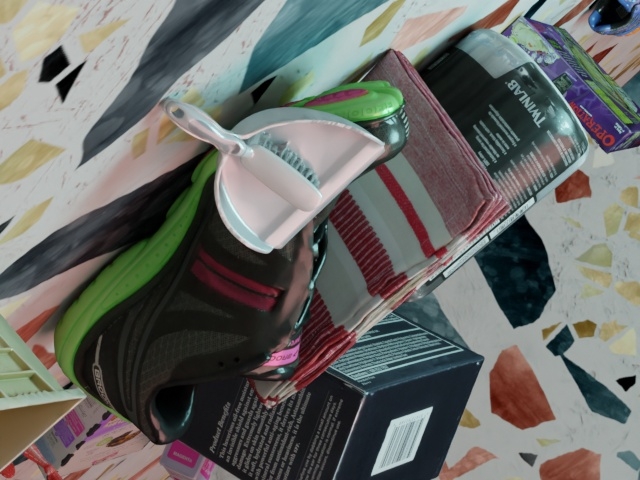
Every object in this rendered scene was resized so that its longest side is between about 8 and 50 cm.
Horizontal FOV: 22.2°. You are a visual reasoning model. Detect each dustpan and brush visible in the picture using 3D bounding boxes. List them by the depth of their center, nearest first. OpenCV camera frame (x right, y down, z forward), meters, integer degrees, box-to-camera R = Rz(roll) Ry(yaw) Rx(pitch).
[{"bbox_3d":[-0.055,-0.071,1.350,0.147,0.211,0.060,-43,-145,17],"label":"dustpan and brush"}]

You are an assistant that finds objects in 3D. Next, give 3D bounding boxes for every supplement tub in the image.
[{"bbox_3d":[0.126,-0.071,1.901,0.338,0.207,0.207,-39,172,-2],"label":"supplement tub"}]

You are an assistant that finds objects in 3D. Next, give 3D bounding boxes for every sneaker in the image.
[{"bbox_3d":[-0.059,0.024,1.569,0.483,0.202,0.185,-45,171,34],"label":"sneaker"},{"bbox_3d":[0.469,-0.364,2.360,0.087,0.083,0.221,-23,159,-40],"label":"sneaker"}]

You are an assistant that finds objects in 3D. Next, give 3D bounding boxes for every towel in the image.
[{"bbox_3d":[0.012,-0.014,1.667,0.329,0.237,0.037,-42,143,14],"label":"towel"}]

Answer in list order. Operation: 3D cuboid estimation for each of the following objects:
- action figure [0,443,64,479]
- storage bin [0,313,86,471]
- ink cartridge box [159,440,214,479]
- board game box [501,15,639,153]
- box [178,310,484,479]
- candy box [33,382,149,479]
[{"bbox_3d":[-0.353,0.263,1.790,0.091,0.139,0.280,-39,170,-19],"label":"action figure"},{"bbox_3d":[-0.353,0.166,1.274,0.262,0.123,0.260,-40,172,4],"label":"storage bin"},{"bbox_3d":[-0.122,0.178,2.195,0.186,0.065,0.311,93,19,-77],"label":"ink cartridge box"},{"bbox_3d":[0.357,-0.210,2.211,0.056,0.208,0.347,-40,172,17],"label":"board game box"},{"bbox_3d":[-0.016,0.169,1.932,0.296,0.294,0.183,-6,120,-58],"label":"box"},{"bbox_3d":[-0.256,0.210,2.056,0.165,0.070,0.196,-14,154,-48],"label":"candy box"}]
